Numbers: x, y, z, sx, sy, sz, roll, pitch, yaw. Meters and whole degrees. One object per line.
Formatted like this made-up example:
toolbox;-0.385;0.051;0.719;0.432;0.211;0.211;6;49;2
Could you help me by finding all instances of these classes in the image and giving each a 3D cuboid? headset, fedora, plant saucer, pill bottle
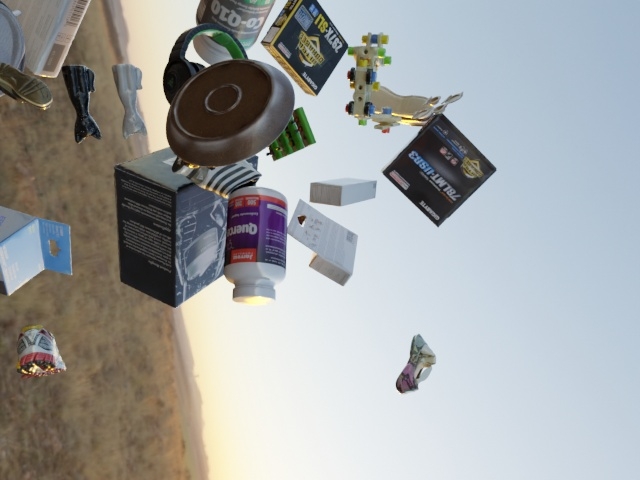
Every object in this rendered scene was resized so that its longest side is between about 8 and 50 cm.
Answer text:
headset;-0.284;-0.376;1.406;0.185;0.243;0.394;5;-103;41
fedora;-0.852;-0.501;1.378;0.124;0.243;0.276;13;-76;31
plant saucer;-0.212;-0.301;1.196;0.050;0.310;0.311;63;4;-57
pill bottle;-0.188;0.017;1.567;0.181;0.181;0.323;123;-31;-68
pill bottle;-0.261;-0.707;1.631;0.361;0.204;0.204;-42;-120;55

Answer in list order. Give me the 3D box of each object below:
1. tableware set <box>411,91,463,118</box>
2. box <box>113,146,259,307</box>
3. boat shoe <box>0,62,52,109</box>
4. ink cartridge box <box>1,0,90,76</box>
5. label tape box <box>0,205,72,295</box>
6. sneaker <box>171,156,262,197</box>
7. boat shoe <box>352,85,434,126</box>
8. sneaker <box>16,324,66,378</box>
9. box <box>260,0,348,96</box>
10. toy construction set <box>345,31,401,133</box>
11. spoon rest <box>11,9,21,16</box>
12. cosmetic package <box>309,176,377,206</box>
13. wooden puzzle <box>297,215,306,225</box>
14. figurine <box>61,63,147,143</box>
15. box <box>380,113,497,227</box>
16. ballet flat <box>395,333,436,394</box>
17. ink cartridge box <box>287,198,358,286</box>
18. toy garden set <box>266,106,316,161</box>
tableware set;0.395;-0.459;1.818;0.168;0.141;0.020;4;-48;50
box;-0.497;-0.088;2.040;0.297;0.480;0.472;23;-58;20
boat shoe;-0.589;-0.299;1.063;0.152;0.056;0.049;35;-38;12
ink cartridge box;-0.881;-0.734;1.614;0.385;0.091;0.308;44;-65;14
label tape box;-0.753;0.016;1.210;0.241;0.333;0.106;123;-19;-52
sneaker;-0.322;-0.283;1.791;0.169;0.257;0.448;-41;-154;28
boat shoe;0.273;-0.502;2.024;0.117;0.324;0.097;-65;154;-14
sneaker;-0.582;0.232;1.120;0.225;0.088;0.093;-41;-122;57
box;-0.052;-0.758;2.074;0.079;0.257;0.322;27;-7;39
toy construction set;0.163;-0.498;1.736;0.215;0.151;0.328;-51;132;-61
spoon rest;-0.906;-0.701;1.393;0.276;0.137;0.084;65;34;-41
cosmetic package;0.068;-0.138;1.505;0.098;0.239;0.061;12;-75;27
wooden puzzle;-0.079;-0.096;2.192;0.083;0.006;0.049;51;-61;34
figurine;-0.612;-0.393;1.546;0.092;0.214;0.210;-157;-119;-67
box;0.417;-0.249;1.909;0.295;0.293;0.073;43;8;-10
ballet flat;0.272;0.339;1.472;0.221;0.079;0.077;-50;128;-52
ink cartridge box;0.000;0.000;1.847;0.066;0.261;0.296;-54;-171;26
toy garden set;-0.128;-0.347;1.575;0.244;0.049;0.204;-9;-75;59
